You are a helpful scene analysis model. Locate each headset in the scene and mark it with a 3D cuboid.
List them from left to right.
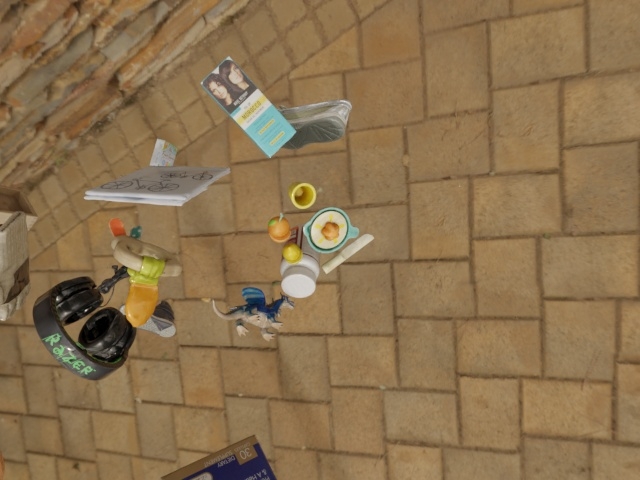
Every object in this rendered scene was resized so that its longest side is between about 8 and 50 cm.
[{"bbox_3d":[-0.563,0.178,1.054,0.185,0.394,0.243,-36,114,-6],"label":"headset"}]

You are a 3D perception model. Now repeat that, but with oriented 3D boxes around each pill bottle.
[{"bbox_3d":[-0.061,0.061,1.280,0.121,0.221,0.121,1,131,2],"label":"pill bottle"}]

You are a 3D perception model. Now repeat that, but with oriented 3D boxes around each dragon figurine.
[{"bbox_3d":[-0.189,0.187,1.135,0.085,0.289,0.144,-55,38,19],"label":"dragon figurine"}]

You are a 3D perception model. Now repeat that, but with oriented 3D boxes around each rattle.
[{"bbox_3d":[-0.383,0.057,0.847,0.199,0.130,0.143,25,114,26],"label":"rattle"}]

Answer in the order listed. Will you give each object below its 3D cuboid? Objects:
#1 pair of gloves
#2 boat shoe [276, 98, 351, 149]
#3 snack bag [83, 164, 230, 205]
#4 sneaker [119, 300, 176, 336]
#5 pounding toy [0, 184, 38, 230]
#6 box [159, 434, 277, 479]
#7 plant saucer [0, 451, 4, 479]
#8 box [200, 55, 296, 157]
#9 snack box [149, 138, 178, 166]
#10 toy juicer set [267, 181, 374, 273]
[{"bbox_3d":[-0.536,0.088,0.659,0.042,0.240,0.204,15,128,-13],"label":"pair of gloves"},{"bbox_3d":[-0.056,-0.348,1.222,0.320,0.118,0.103,2,60,38],"label":"boat shoe"},{"bbox_3d":[-0.495,-0.182,1.309,0.322,0.343,0.037,3,114,10],"label":"snack bag"},{"bbox_3d":[-0.682,0.285,1.644,0.226,0.163,0.086,36,97,-27],"label":"sneaker"},{"bbox_3d":[-0.967,-0.117,1.195,0.094,0.181,0.206,-46,70,13],"label":"pounding toy"},{"bbox_3d":[-0.089,0.365,0.493,0.225,0.136,0.037,53,129,29],"label":"box"},{"bbox_3d":[-0.447,0.286,0.556,0.083,0.013,0.084,9,107,31],"label":"plant saucer"},{"bbox_3d":[-0.181,-0.335,1.061,0.100,0.060,0.244,-45,104,-2],"label":"box"},{"bbox_3d":[-0.602,-0.304,1.582,0.037,0.100,0.141,15,88,8],"label":"snack box"},{"bbox_3d":[0.000,0.000,1.165,0.329,0.089,0.209,35,92,-31],"label":"toy juicer set"}]
